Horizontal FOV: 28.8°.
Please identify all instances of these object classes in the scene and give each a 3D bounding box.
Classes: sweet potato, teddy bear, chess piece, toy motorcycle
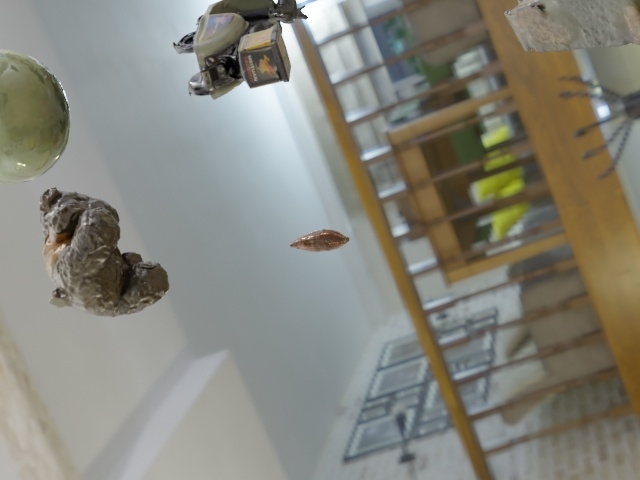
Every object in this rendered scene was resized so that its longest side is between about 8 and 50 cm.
[{"bbox_3d":[0.000,0.000,1.812,0.034,0.095,0.034,-3,-90,-67],"label":"sweet potato"},{"bbox_3d":[-0.309,0.010,1.652,0.177,0.140,0.190,47,-171,-43],"label":"teddy bear"},{"bbox_3d":[-0.323,-0.086,0.993,0.144,0.251,0.144,-8,-90,-76],"label":"chess piece"},{"bbox_3d":[-0.105,-0.270,1.658,0.263,0.157,0.091,-83,-20,-60],"label":"toy motorcycle"}]

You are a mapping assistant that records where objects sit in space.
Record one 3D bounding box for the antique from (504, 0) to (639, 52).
[{"bbox_3d":[0.444,-0.394,2.077,0.125,0.284,0.150,-45,-65,-34],"label":"antique"}]
